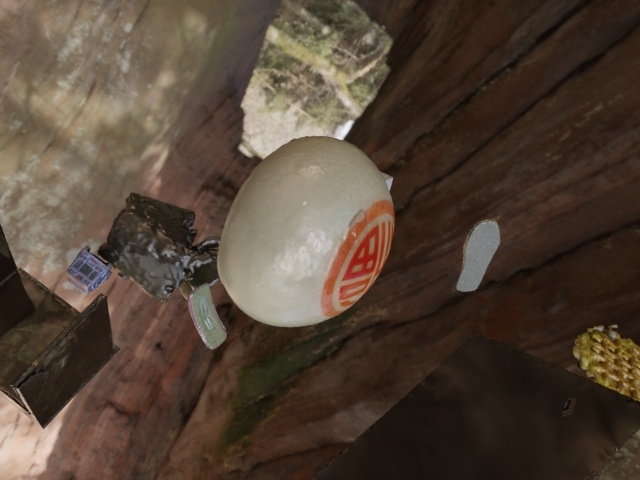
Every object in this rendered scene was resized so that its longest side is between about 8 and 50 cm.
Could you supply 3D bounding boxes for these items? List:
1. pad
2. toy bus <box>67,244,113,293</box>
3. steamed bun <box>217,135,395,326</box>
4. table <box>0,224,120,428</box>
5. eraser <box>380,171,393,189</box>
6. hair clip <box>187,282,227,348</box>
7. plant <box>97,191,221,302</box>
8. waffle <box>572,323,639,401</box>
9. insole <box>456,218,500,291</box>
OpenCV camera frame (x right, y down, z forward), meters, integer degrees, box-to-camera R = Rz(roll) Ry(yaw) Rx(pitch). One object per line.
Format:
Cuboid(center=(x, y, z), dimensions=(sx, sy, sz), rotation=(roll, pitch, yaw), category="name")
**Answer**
Cuboid(center=(0.073, 0.167, 0.384), dimensions=(0.265, 0.009, 0.159), rotation=(-36, -156, -18), category="pad")
Cuboid(center=(-0.499, 0.068, 1.227), dimensions=(0.076, 0.073, 0.167), rotation=(-55, -170, -22), category="toy bus")
Cuboid(center=(0.000, 0.000, 0.795), dimensions=(0.283, 0.177, 0.283), rotation=(-46, 152, -32), category="steamed bun")
Cuboid(center=(-0.505, 0.139, 0.964), dimensions=(0.196, 0.250, 0.282), rotation=(-50, 173, -33), category="table")
Cuboid(center=(0.086, -0.071, 1.349), dimensions=(0.068, 0.124, 0.210), rotation=(-25, 135, -47), category="eraser")
Cuboid(center=(-0.215, 0.143, 1.082), dimensions=(0.022, 0.137, 0.054), rotation=(13, -141, 40), category="hair clip")
Cuboid(center=(-0.356, 0.020, 1.326), dimensions=(0.199, 0.276, 0.189), rotation=(-49, -162, 32), category="plant")
Cuboid(center=(0.751, 0.332, 1.421), dimensions=(0.060, 0.280, 0.262), rotation=(-57, -138, 40), category="waffle")
Cuboid(center=(0.279, 0.030, 1.017), dimensions=(0.192, 0.063, 0.010), rotation=(92, -7, -48), category="insole")
